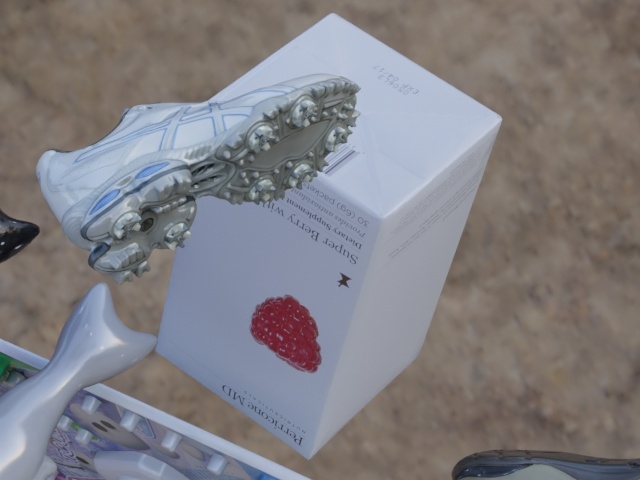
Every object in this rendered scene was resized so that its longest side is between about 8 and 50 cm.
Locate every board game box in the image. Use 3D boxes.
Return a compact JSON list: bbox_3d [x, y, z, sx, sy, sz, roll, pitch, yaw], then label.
[{"bbox_3d":[-0.145,0.234,1.751,0.390,0.390,0.050,22,68,16],"label":"board game box"}]

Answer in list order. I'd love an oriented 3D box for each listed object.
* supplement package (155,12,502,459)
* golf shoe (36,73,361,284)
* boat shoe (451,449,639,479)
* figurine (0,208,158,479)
[{"bbox_3d":[0.000,0.000,1.624,0.177,0.293,0.175,33,47,18],"label":"supplement package"},{"bbox_3d":[-0.062,-0.053,1.001,0.176,0.069,0.086,-27,52,-29],"label":"golf shoe"},{"bbox_3d":[0.265,0.238,1.626,0.324,0.122,0.120,0,87,26],"label":"boat shoe"},{"bbox_3d":[-0.257,0.082,1.529,0.209,0.215,0.092,-50,6,-26],"label":"figurine"}]
